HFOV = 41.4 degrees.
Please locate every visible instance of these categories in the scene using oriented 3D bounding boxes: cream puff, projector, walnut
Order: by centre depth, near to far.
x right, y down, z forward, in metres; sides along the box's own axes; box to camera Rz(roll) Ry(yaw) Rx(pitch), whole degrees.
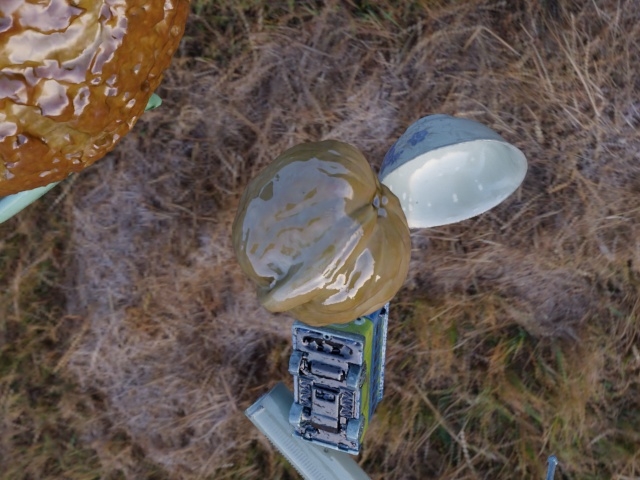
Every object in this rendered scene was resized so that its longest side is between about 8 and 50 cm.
[{"bbox_3d":[-0.217,-0.167,0.498,0.303,0.212,0.303,-2,115,-4],"label":"cream puff"},{"bbox_3d":[0.000,0.000,1.357,0.285,0.285,0.296,-39,113,20],"label":"walnut"},{"bbox_3d":[-0.011,0.448,1.773,0.108,0.108,0.337,-43,88,19],"label":"projector"}]

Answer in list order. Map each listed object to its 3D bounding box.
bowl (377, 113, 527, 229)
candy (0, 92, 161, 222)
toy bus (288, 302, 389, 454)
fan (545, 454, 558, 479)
[{"bbox_3d":[0.237,-0.161,1.680,0.313,0.313,0.146,-24,62,22],"label":"bowl"},{"bbox_3d":[-0.282,-0.025,0.742,0.440,0.119,0.119,-27,81,38],"label":"candy"},{"bbox_3d":[0.035,0.246,1.655,0.152,0.190,0.312,12,128,16],"label":"toy bus"},{"bbox_3d":[0.393,0.456,1.490,0.038,0.193,0.016,-16,119,35],"label":"fan"}]
